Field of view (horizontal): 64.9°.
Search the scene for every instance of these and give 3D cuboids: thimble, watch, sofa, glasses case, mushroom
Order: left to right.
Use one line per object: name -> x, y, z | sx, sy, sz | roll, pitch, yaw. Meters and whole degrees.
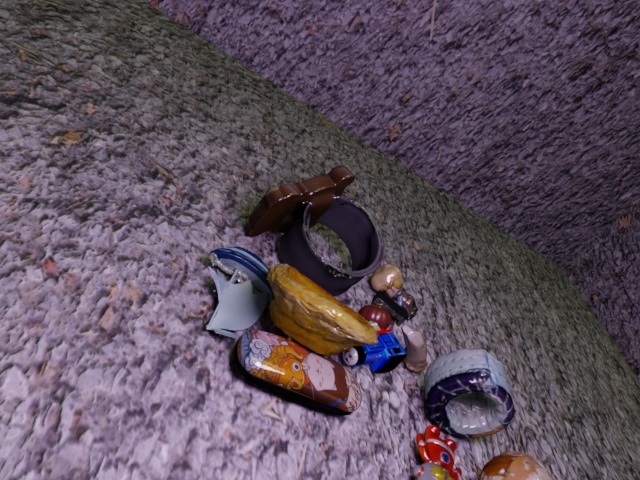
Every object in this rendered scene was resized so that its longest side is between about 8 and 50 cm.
glasses case -> -0.045, 0.296, 1.123 | 0.321, 0.082, 0.122 | 28, 24, -21
watch -> 0.000, 0.000, 1.475 | 0.335, 0.314, 0.326 | -17, 70, -41
sofa -> 0.222, 0.218, 1.620 | 0.118, 0.039, 0.060 | 38, 26, -1
mushroom -> 0.260, 0.296, 1.410 | 0.084, 0.071, 0.209 | 59, -9, 39
thimble -> 0.393, 0.402, 1.338 | 0.237, 0.237, 0.150 | 32, 29, -15

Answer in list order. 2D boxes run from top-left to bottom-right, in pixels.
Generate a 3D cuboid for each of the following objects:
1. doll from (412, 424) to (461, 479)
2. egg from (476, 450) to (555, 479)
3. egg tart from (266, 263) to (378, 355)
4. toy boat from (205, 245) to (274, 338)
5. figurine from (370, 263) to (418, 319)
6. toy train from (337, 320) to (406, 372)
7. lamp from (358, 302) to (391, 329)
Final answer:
doll -> 0.269, 0.534, 1.165 | 0.142, 0.076, 0.245 | 40, 23, 3
egg -> 0.458, 0.605, 1.164 | 0.195, 0.195, 0.233 | 38, 40, -2
egg tart -> -0.015, 0.178, 1.191 | 0.319, 0.128, 0.319 | 33, 1, 0
toy boat -> -0.209, 0.112, 1.210 | 0.210, 0.070, 0.292 | 48, 30, 6
figurine -> 0.250, 0.171, 1.683 | 0.196, 0.108, 0.114 | 56, 37, -6
toy train -> 0.127, 0.288, 1.350 | 0.204, 0.082, 0.131 | 6, 44, -46
lamp -> 0.158, 0.227, 1.472 | 0.101, 0.090, 0.101 | 16, -8, 2
